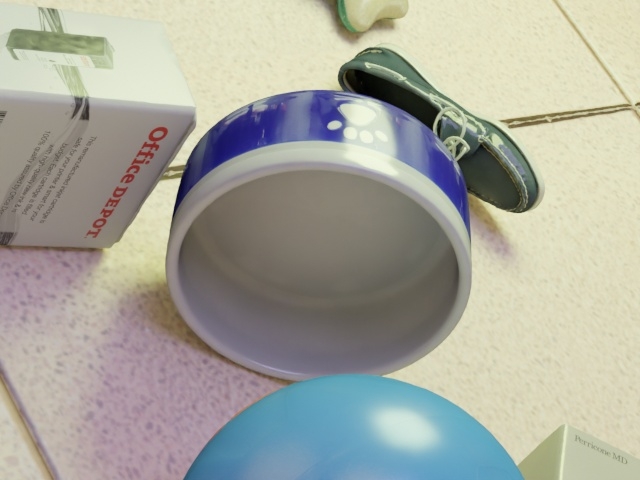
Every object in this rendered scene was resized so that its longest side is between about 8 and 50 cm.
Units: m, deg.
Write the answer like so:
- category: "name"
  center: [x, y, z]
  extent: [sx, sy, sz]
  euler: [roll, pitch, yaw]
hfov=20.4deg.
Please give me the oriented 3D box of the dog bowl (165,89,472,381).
- category: "dog bowl"
  center: [0.000, 0.000, 1.559]
  extent: [0.264, 0.265, 0.104]
  euler: [23, 40, -17]

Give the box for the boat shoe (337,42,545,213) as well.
- category: "boat shoe"
  center: [0.126, -0.113, 1.887]
  extent: [0.254, 0.095, 0.079]
  euler: [45, 39, 11]

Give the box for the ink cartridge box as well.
- category: "ink cartridge box"
  center: [-0.271, -0.095, 1.502]
  extent: [0.272, 0.197, 0.114]
  euler: [3, 51, -34]

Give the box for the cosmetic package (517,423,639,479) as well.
- category: "cosmetic package"
  center: [0.237, 0.331, 1.543]
  extent: [0.160, 0.113, 0.309]
  euler: [26, 43, -14]

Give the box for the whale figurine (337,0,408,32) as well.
- category: "whale figurine"
  center: [0.000, -0.362, 2.025]
  extent: [0.216, 0.141, 0.272]
  euler: [-28, 97, -47]

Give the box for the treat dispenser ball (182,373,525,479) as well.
- category: "treat dispenser ball"
  center: [0.024, 0.244, 1.331]
  extent: [0.288, 0.288, 0.288]
  euler: [20, 44, -20]
